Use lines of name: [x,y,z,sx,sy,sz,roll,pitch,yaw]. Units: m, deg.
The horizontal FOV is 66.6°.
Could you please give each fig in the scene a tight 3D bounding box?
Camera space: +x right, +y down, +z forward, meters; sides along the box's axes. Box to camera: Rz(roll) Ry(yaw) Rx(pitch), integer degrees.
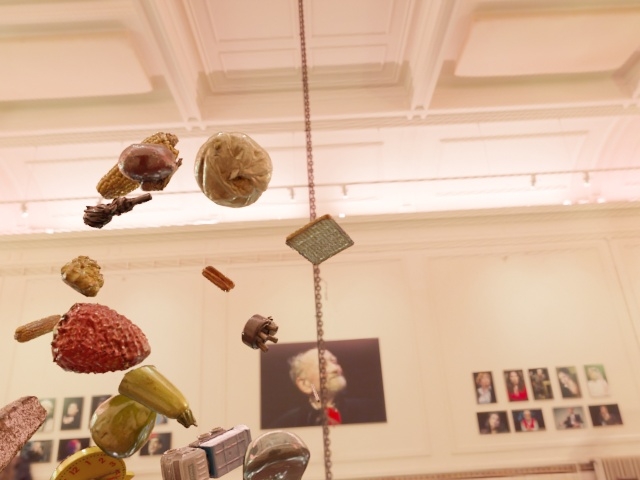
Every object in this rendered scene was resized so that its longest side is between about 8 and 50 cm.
fig: [-0.735,0.657,1.848,0.232,0.315,0.233,17,-5,2]

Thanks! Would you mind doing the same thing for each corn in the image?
corn: [-0.664,-0.273,1.794,0.346,0.130,0.130,-40,-23,-5]
corn: [-1.089,0.338,1.890,0.068,0.068,0.207,-14,6,25]

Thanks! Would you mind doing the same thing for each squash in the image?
squash: [-0.519,0.518,1.637,0.287,0.137,0.137,25,-20,8]

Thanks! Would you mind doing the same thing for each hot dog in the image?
hot dog: [-0.455,0.168,2.151,0.165,0.071,0.045,34,-54,9]

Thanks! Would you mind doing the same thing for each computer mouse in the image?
computer mouse: [-0.136,0.640,1.410,0.188,0.122,0.371,-4,-45,-14]

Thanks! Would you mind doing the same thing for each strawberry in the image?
strawberry: [-0.817,0.387,1.826,0.343,0.293,0.292,20,-26,-8]

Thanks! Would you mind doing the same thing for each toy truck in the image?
toy truck: [-0.411,0.810,1.839,0.175,0.147,0.367,-17,-7,37]

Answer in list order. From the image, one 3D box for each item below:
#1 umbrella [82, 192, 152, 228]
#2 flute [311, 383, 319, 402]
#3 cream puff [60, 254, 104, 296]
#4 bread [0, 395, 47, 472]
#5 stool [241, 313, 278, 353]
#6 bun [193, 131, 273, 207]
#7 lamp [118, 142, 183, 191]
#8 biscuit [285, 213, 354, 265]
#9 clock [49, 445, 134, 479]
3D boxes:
umbrella: [-0.884,-0.140,2.126,0.339,0.118,0.118,-17,-24,11]
flute: [-0.022,0.645,2.066,0.014,0.014,0.269,-1,-3,-7]
cream puff: [-0.765,0.111,1.589,0.146,0.116,0.146,21,-31,13]
bread: [-0.793,0.491,1.149,0.165,0.113,0.416,-34,7,-12]
stool: [-0.218,0.351,1.868,0.121,0.125,0.217,20,6,21]
bun: [-0.400,-0.305,2.198,0.364,0.366,0.219,-3,22,-2]
lamp: [-0.489,-0.207,1.384,0.157,0.135,0.156,10,14,20]
biscuit: [0.000,0.000,1.632,0.172,0.029,0.254,-29,-30,11]
clock: [-0.895,0.942,1.896,0.071,0.277,0.294,27,-23,51]
